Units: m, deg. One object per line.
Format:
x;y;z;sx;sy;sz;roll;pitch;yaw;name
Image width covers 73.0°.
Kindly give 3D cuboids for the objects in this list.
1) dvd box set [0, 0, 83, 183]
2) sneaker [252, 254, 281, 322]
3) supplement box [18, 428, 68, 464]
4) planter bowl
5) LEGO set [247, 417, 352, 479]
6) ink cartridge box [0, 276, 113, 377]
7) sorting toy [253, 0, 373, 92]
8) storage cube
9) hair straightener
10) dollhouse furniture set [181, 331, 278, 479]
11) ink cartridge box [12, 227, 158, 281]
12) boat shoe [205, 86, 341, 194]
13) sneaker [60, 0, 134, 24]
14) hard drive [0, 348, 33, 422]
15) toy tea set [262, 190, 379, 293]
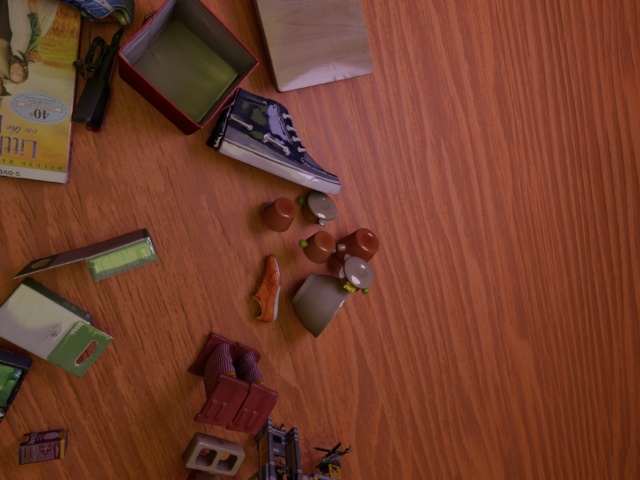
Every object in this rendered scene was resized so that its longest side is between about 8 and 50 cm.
-0.621;-0.333;0.798;0.307;0.062;0.421;6;95;-25;dvd box set
-0.136;0.122;1.085;0.067;0.064;0.175;5;93;-15;sneaker
-0.593;0.441;0.928;0.083;0.055;0.043;2;95;-25;supplement box
-0.008;0.151;1.106;0.109;0.162;0.162;36;82;2;planter bowl
-0.094;0.611;1.144;0.331;0.192;0.255;22;118;-22;LEGO set
-0.557;0.183;0.902;0.209;0.062;0.109;42;80;-24;ink cartridge box
-0.027;-0.499;1.027;0.257;0.089;0.256;-19;105;-21;sorting toy
-0.273;-0.347;0.881;0.215;0.193;0.184;41;80;-24;storage cube
-0.439;-0.337;0.855;0.047;0.089;0.231;16;84;11;hair straightener
-0.265;0.438;1.005;0.152;0.201;0.374;28;92;-25;dollhouse furniture set
-0.456;0.040;0.867;0.235;0.171;0.056;-21;106;-20;ink cartridge box
-0.080;-0.229;1.019;0.340;0.127;0.158;19;97;-25;boat shoe
-0.432;-0.453;0.790;0.211;0.080;0.081;-19;112;-49;sneaker
-0.731;0.342;0.785;0.237;0.064;0.339;28;84;-26;hard drive
0.000;0.000;1.104;0.336;0.124;0.200;40;46;-6;toy tea set
